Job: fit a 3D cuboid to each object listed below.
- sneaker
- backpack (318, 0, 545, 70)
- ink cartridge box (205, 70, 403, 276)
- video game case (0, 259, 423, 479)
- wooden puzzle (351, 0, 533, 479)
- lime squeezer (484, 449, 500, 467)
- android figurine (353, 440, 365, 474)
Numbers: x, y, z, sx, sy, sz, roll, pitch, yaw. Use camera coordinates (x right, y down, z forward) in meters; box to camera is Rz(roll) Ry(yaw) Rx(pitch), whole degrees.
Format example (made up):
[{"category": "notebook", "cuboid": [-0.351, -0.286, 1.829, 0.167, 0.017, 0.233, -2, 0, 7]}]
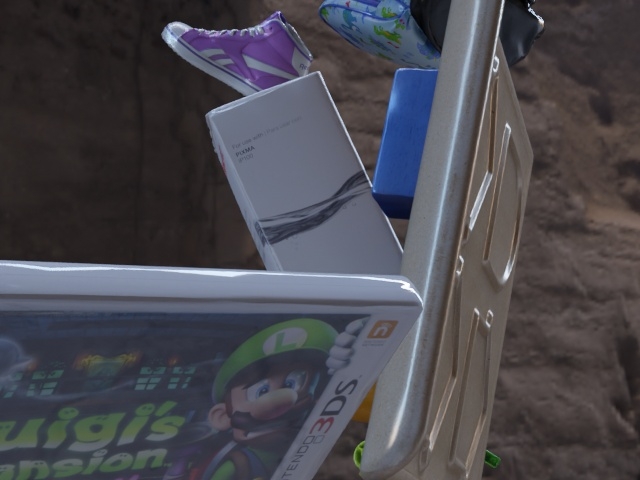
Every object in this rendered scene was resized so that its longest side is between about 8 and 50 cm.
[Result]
[{"category": "sneaker", "cuboid": [-0.141, -0.358, 1.882, 0.282, 0.161, 0.102, 31, 14, 9]}, {"category": "backpack", "cuboid": [0.164, -0.420, 1.833, 0.290, 0.355, 0.273, 21, -67, -46]}, {"category": "ink cartridge box", "cuboid": [0.000, 0.000, 1.027, 0.117, 0.282, 0.207, -24, -5, -5]}, {"category": "video game case", "cuboid": [-0.073, 0.079, 0.420, 0.191, 0.022, 0.173, 4, -50, -33]}, {"category": "wooden puzzle", "cuboid": [0.082, 0.024, 0.734, 0.081, 0.322, 0.348, 8, -17, 16]}, {"category": "lime squeezer", "cuboid": [0.116, 0.198, 1.247, 0.110, 0.058, 0.310, 6, -21, 36]}, {"category": "android figurine", "cuboid": [0.148, 0.344, 1.299, 0.248, 0.056, 0.273, 30, -15, 37]}]
